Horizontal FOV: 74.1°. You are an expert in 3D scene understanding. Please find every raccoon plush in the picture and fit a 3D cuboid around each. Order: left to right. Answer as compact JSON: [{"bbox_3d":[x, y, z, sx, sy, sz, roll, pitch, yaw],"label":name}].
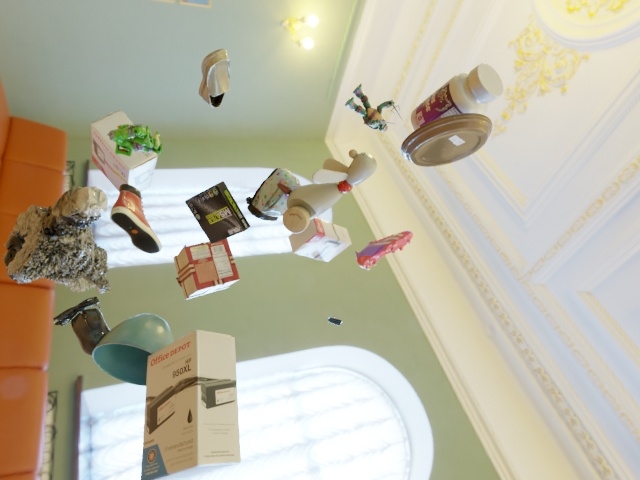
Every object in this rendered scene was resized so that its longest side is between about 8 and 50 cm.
[{"bbox_3d":[-0.653,0.033,1.203,0.447,0.299,0.216,-12,-113,30],"label":"raccoon plush"}]

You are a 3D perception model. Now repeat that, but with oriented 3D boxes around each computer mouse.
[{"bbox_3d":[-0.942,0.345,1.708,0.272,0.189,0.072,42,-33,24],"label":"computer mouse"}]

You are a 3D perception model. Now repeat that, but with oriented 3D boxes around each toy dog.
[{"bbox_3d":[-0.003,-0.176,1.284,0.161,0.334,0.220,49,7,-8],"label":"toy dog"}]

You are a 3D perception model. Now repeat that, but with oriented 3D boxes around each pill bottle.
[{"bbox_3d":[0.474,-0.475,1.487,0.302,0.169,0.169,-31,-115,54],"label":"pill bottle"}]

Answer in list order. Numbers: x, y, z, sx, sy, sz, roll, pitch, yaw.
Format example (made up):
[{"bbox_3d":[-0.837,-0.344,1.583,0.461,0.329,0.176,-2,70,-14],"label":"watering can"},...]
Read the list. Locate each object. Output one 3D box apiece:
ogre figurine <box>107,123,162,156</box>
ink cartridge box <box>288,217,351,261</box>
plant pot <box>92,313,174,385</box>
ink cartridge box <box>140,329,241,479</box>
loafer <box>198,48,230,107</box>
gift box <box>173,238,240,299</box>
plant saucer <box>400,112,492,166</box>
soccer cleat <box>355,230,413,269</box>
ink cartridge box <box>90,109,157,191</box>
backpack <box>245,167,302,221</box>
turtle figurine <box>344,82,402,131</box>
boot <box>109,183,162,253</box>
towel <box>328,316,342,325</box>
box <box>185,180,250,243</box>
[{"bbox_3d":[-0.564,-0.305,1.292,0.197,0.118,0.096,-109,-162,-73],"label":"ogre figurine"},{"bbox_3d":[0.000,0.000,1.792,0.159,0.218,0.092,-39,-125,30],"label":"ink cartridge box"},{"bbox_3d":[-0.686,0.399,1.635,0.195,0.291,0.290,-81,-173,-47],"label":"plant pot"},{"bbox_3d":[-0.415,0.522,1.351,0.286,0.166,0.394,-30,-127,28],"label":"ink cartridge box"},{"bbox_3d":[-0.367,-0.573,1.516,0.092,0.102,0.268,54,-26,1],"label":"loafer"},{"bbox_3d":[-0.563,0.122,2.090,0.258,0.255,0.276,-31,-109,55],"label":"gift box"},{"bbox_3d":[0.386,-0.296,1.299,0.278,0.278,0.041,137,-53,-62],"label":"plant saucer"},{"bbox_3d":[0.245,0.020,1.666,0.248,0.083,0.095,-36,-125,19],"label":"soccer cleat"},{"bbox_3d":[-0.775,-0.325,1.665,0.226,0.131,0.306,51,-30,-3],"label":"ink cartridge box"},{"bbox_3d":[-0.144,-0.151,1.424,0.115,0.152,0.182,45,-72,16],"label":"backpack"},{"bbox_3d":[0.214,-0.505,1.693,0.118,0.234,0.175,-35,-154,48],"label":"turtle figurine"},{"bbox_3d":[-0.634,-0.079,1.501,0.244,0.089,0.176,68,10,-46],"label":"boot"},{"bbox_3d":[0.069,0.381,2.017,0.119,0.067,0.029,84,24,-83],"label":"towel"},{"bbox_3d":[-0.361,-0.093,1.482,0.191,0.045,0.184,-17,-73,37],"label":"box"}]
